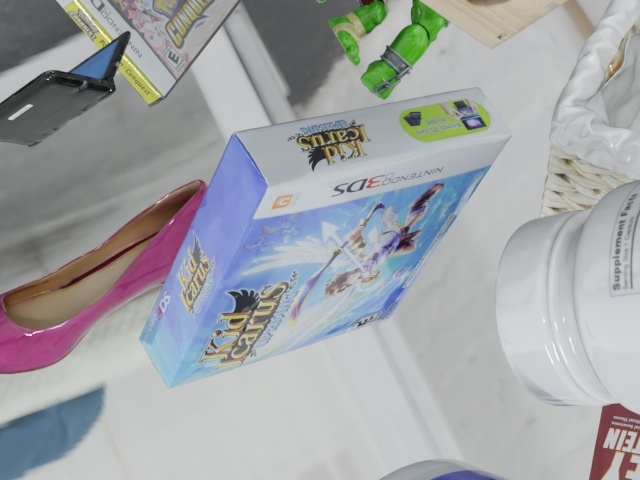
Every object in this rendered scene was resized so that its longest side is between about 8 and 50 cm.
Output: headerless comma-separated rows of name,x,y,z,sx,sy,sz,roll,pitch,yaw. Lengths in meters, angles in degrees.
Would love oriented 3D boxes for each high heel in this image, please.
high heel,-0.298,0.036,1.766,0.377,0.127,0.181,-19,134,-17

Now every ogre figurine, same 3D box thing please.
ogre figurine,0.050,-0.246,1.361,0.118,0.197,0.097,-30,160,4

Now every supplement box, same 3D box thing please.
supplement box,0.376,0.266,1.620,0.129,0.191,0.194,8,164,18

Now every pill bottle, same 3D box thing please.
pill bottle,0.263,0.031,0.924,0.283,0.160,0.160,-10,166,43

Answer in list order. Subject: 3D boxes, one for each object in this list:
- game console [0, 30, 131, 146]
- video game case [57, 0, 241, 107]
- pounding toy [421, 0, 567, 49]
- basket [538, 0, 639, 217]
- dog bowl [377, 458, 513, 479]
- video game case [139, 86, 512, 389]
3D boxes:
game console,-0.236,-0.138,1.266,0.122,0.071,0.107,-28,158,37
video game case,-0.237,-0.348,1.924,0.035,0.275,0.248,-24,115,41
pounding toy,0.075,-0.201,0.920,0.094,0.181,0.206,-32,149,26
basket,0.411,-0.090,1.452,0.328,0.331,0.266,-58,165,-33
dog bowl,0.091,0.288,0.977,0.265,0.104,0.265,-13,109,-41
video game case,0.000,0.000,1.202,0.244,0.061,0.269,-13,149,-34
